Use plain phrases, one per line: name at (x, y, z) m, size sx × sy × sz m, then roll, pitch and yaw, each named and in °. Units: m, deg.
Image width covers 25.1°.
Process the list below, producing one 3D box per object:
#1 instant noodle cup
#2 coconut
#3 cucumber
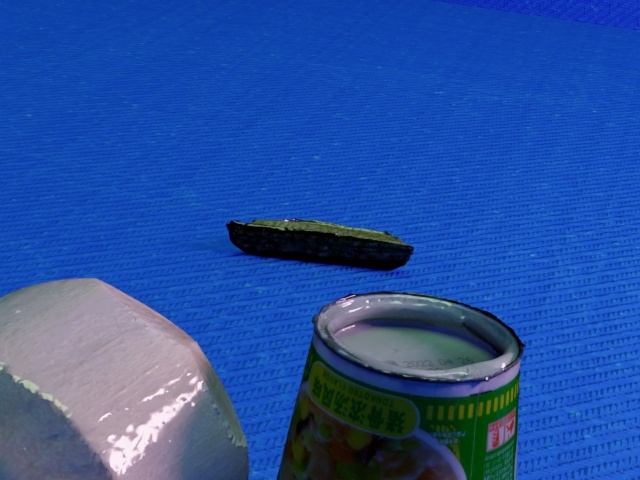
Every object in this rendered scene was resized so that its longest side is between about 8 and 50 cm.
instant noodle cup at (0.054, 0.166, 1.014) m, size 0.207 × 0.232 × 0.207 m, roll 5°, pitch 20°, yaw -2°
coconut at (-0.176, 0.149, 1.001) m, size 0.237 × 0.237 × 0.266 m, roll 18°, pitch 24°, yaw 28°
cucumber at (0.000, 0.000, 1.688) m, size 0.220 × 0.046 × 0.070 m, roll 8°, pitch 19°, yaw 4°
